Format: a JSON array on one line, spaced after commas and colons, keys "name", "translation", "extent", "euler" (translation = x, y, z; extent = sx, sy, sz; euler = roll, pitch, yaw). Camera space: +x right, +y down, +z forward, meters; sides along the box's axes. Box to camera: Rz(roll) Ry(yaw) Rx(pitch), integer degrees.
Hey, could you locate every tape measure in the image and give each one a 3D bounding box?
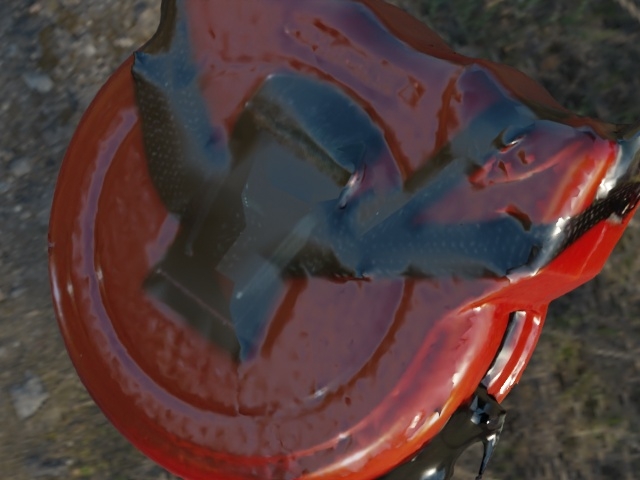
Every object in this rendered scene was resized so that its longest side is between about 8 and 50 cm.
[{"name": "tape measure", "translation": [-0.001, 0.000, 0.725], "extent": [0.260, 0.253, 0.114], "euler": [-61, 157, 10]}]
